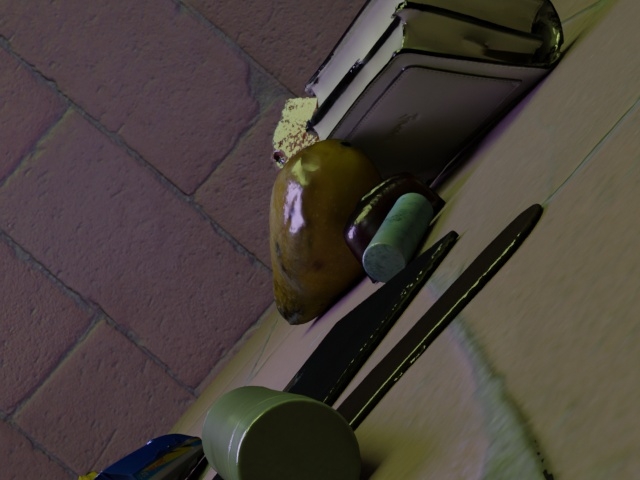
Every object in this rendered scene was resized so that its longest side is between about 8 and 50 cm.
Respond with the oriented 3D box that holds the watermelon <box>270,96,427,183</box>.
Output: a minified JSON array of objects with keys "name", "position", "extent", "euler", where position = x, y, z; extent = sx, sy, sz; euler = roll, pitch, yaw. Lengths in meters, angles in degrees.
[{"name":"watermelon","position":[0.038,-0.128,1.788],"extent":[0.192,0.257,0.140],"euler":[-58,3,-16]}]

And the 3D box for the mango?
[{"name":"mango","position":[0.005,-0.006,1.606],"extent":[0.176,0.176,0.329],"euler":[-47,-17,-24]}]

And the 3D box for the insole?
[{"name":"insole","position":[0.043,0.096,0.802],"extent":[0.328,0.007,0.111],"euler":[-49,3,11]}]

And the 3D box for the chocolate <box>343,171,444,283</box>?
[{"name":"chocolate","position":[0.082,-0.029,1.371],"extent":[0.125,0.080,0.148],"euler":[-48,0,42]}]

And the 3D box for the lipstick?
[{"name":"lipstick","position":[0.086,-0.005,1.242],"extent":[0.048,0.048,0.158],"euler":[-48,2,27]}]

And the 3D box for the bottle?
[{"name":"bottle","position":[-0.030,0.128,0.705],"extent":[0.072,0.072,0.201],"euler":[-50,5,-11]}]

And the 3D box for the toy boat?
[{"name":"toy boat","position":[-0.213,0.313,1.479],"extent":[0.129,0.088,0.295],"euler":[-49,-9,14]}]

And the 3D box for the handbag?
[{"name":"handbag","position":[0.141,-0.216,1.559],"extent":[0.358,0.237,0.160],"euler":[135,141,-60]}]

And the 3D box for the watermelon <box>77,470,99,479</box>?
[{"name":"watermelon","position":[-0.320,0.395,1.446],"extent":[0.123,0.129,0.301],"euler":[-46,-3,16]}]

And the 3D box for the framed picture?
[{"name":"framed picture","position":[0.003,0.126,1.107],"extent":[0.244,0.013,0.324],"euler":[-50,1,-26]}]
